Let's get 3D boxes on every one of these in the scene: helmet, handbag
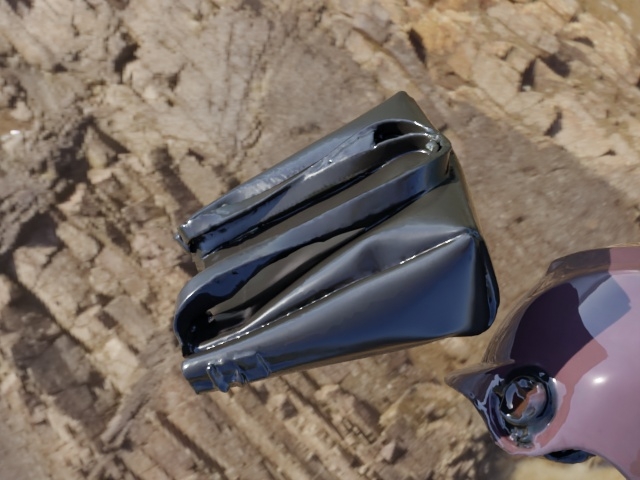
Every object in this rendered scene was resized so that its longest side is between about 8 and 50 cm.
[{"bbox_3d":[0.275,0.099,0.790,0.338,0.271,0.197,31,106,46],"label":"helmet"},{"bbox_3d":[0.000,-0.001,0.819,0.257,0.285,0.113,-23,119,6],"label":"handbag"}]
